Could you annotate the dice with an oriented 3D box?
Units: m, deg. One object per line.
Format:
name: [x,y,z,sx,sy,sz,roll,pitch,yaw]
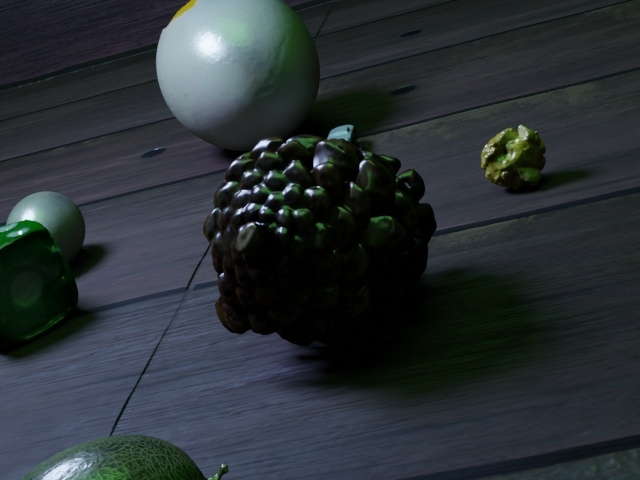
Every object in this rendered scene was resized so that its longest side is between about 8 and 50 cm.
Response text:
dice: [-0.398,0.053,1.378,0.128,0.131,0.120,-31,24,-28]

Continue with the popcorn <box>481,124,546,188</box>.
popcorn: [0.248,-0.102,1.362,0.084,0.084,0.084,-15,20,6]

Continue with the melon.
melon: [-0.151,0.210,0.770,0.192,0.139,0.139,-24,21,-17]

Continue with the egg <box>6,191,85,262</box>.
egg: [-0.405,-0.012,1.576,0.114,0.114,0.152,-15,22,5]

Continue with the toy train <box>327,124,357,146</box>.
toy train: [0.031,-0.139,1.655,0.043,0.047,0.207,-12,22,10]

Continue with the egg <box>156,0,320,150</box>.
egg: [-0.139,-0.294,1.856,0.283,0.283,0.345,-20,24,-7]

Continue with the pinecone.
pinecone: [0.000,0.000,1.095,0.224,0.224,0.272,-7,-1,26]
